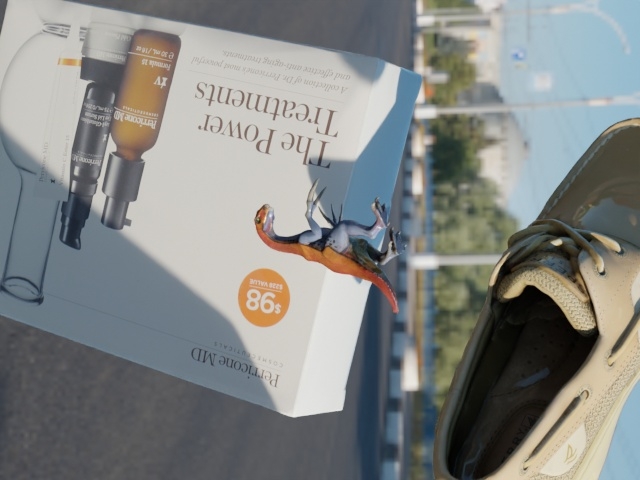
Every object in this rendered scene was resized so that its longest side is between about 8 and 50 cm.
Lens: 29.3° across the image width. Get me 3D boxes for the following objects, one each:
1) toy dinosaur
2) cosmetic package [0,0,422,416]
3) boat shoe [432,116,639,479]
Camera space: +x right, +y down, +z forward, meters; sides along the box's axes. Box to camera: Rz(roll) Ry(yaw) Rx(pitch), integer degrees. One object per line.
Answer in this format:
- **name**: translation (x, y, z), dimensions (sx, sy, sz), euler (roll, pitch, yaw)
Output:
- **toy dinosaur**: translation (0.000, 0.000, 0.663), dimensions (0.047, 0.082, 0.090), euler (52, 32, -42)
- **cosmetic package**: translation (-0.128, -0.042, 1.039), dimensions (0.097, 0.377, 0.284), euler (3, 100, -62)
- **boat shoe**: translation (0.176, 0.042, 0.837), dimensions (0.341, 0.122, 0.110), euler (-64, 144, -23)
